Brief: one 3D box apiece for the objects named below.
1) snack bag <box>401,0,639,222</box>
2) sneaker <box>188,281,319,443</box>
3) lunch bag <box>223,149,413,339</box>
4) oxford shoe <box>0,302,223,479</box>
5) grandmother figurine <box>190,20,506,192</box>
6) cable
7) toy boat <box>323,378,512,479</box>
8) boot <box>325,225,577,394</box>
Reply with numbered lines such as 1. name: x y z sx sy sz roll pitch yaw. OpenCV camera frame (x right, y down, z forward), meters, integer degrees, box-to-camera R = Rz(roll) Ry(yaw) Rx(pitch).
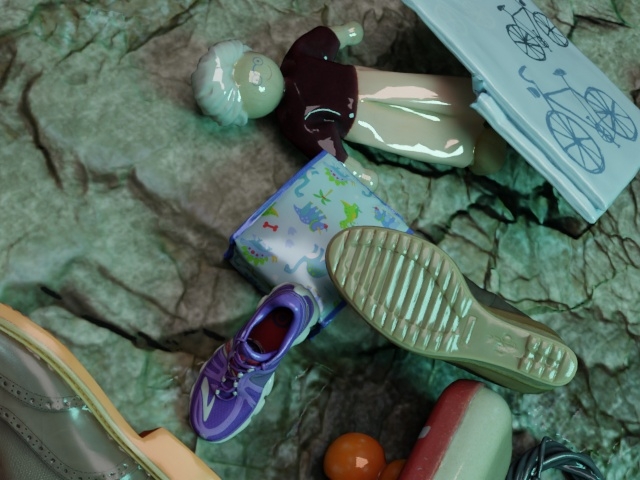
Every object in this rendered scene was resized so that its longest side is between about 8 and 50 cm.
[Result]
1. snack bag: 0.240 -0.193 1.022 0.342 0.037 0.323 48 36 6
2. sneaker: -0.069 0.108 0.800 0.068 0.071 0.170 34 99 8
3. lunch bag: 0.000 0.000 0.887 0.129 0.096 0.151 43 73 1
4. oxford shoe: -0.235 0.159 0.725 0.363 0.130 0.133 38 67 1
5. grandmother figurine: 0.029 -0.155 0.969 0.342 0.104 0.208 5 57 -19
6. cable: 0.228 0.286 0.871 0.150 0.047 0.184 -3 70 -14
7. toy boat: 0.070 0.224 0.806 0.151 0.151 0.231 19 57 25
8. boot: 0.107 0.069 0.841 0.248 0.207 0.090 29 85 -3
